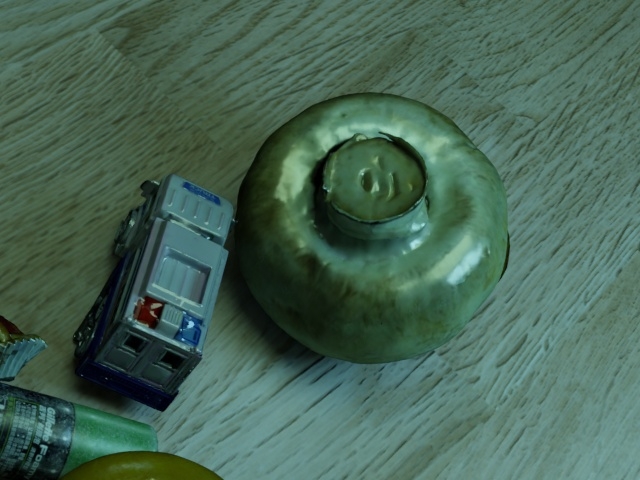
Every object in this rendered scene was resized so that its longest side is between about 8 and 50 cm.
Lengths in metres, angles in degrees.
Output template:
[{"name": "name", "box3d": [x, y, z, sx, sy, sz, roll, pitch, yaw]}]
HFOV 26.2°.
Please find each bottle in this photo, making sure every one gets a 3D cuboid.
[{"name": "bottle", "box3d": [-0.330, 0.191, 1.395, 0.330, 0.093, 0.093, 19, 46, -24]}]

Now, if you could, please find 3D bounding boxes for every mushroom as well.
[{"name": "mushroom", "box3d": [0.062, -0.020, 1.677, 0.352, 0.260, 0.352, -2, 60, 4]}]

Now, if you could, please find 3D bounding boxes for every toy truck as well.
[{"name": "toy truck", "box3d": [-0.175, 0.043, 1.565, 0.124, 0.155, 0.268, 26, 46, -16]}]

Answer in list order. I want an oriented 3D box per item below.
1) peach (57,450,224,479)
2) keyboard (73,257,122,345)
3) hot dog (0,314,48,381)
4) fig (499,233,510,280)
[{"name": "peach", "box3d": [-0.177, 0.323, 1.332, 0.251, 0.153, 0.251, 16, 64, -34]}, {"name": "keyboard", "box3d": [-0.222, 0.067, 1.637, 0.074, 0.015, 0.196, 33, 45, -8]}, {"name": "hot dog", "box3d": [-0.410, 0.074, 1.399, 0.270, 0.082, 0.162, 18, 0, 12]}, {"name": "fig", "box3d": [0.139, -0.005, 1.853, 0.236, 0.124, 0.124, 19, 44, 9]}]
